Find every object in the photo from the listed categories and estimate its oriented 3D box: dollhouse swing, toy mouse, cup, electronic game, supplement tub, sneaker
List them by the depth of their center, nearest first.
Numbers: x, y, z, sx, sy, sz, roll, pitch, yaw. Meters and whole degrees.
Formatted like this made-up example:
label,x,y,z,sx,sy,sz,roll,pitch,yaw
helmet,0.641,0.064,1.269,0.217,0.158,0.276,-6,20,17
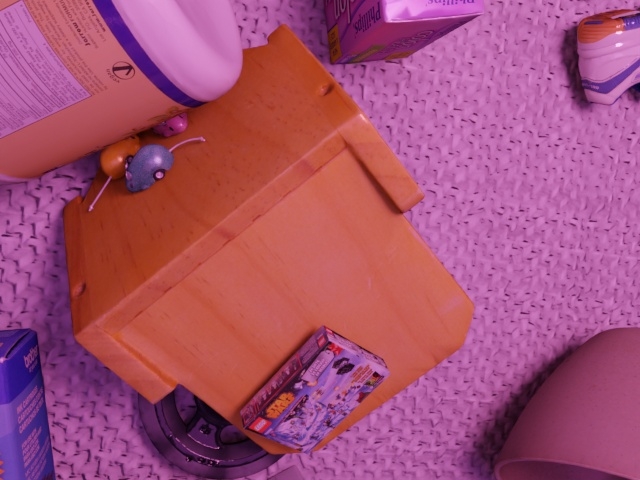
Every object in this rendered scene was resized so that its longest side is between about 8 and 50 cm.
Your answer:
label,x,y,z,sx,sy,sz,roll,pitch,yaw
supplement tub,-0.269,-0.195,0.584,0.331,0.241,0.241,-20,100,14
toy mouse,-0.185,-0.109,0.662,0.031,0.143,0.161,45,56,-44
dollhouse swing,-0.051,0.015,0.713,0.346,0.315,0.305,-39,134,8
electronic game,-0.118,0.193,0.791,0.229,0.048,0.230,0,88,-12
cup,0.428,0.261,0.822,0.331,0.331,0.237,34,60,-14
sneaker,0.502,-0.281,0.893,0.296,0.112,0.131,-15,115,-11

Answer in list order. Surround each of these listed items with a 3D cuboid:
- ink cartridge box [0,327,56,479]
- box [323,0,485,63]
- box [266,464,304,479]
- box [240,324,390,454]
label,x,y,z,sx,sy,sz,roll,pitch,yaw
ink cartridge box,-0.451,0.255,0.667,0.269,0.151,0.396,-6,94,-13
box,0.077,-0.353,0.712,0.117,0.213,0.243,-10,97,-13
box,-0.040,0.375,0.797,0.087,0.101,0.102,-26,102,-11
box,-0.006,0.161,0.644,0.094,0.027,0.137,34,106,-32
